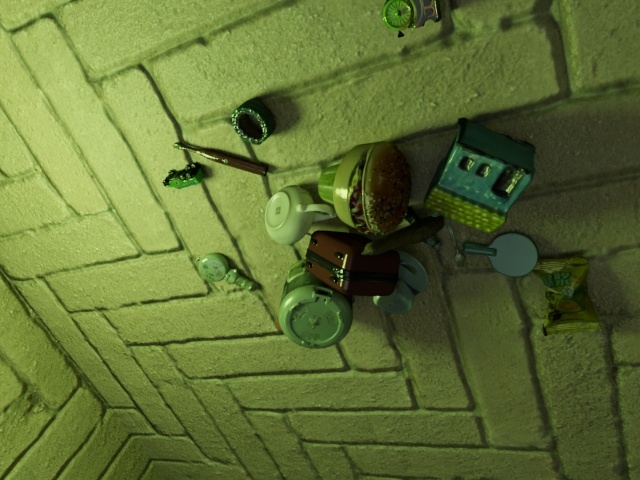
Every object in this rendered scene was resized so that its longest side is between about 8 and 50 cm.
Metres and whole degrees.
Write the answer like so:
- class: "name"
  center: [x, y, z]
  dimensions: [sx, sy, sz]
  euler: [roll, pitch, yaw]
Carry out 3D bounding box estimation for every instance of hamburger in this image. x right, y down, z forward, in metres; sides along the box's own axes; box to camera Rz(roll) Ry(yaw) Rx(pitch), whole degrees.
- class: "hamburger"
  center: [0.172, -0.154, 1.532]
  dimensions: [0.176, 0.300, 0.300]
  euler: [12, 129, 34]

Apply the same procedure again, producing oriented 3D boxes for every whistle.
- class: "whistle"
  center: [-0.397, 0.133, 2.096]
  dimensions: [0.258, 0.067, 0.126]
  euler: [28, 116, -5]

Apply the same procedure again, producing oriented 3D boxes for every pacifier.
- class: "pacifier"
  center: [0.240, 0.162, 1.781]
  dimensions: [0.227, 0.207, 0.279]
  euler: [34, 129, 10]

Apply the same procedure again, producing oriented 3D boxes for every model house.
- class: "model house"
  center: [0.449, -0.170, 1.471]
  dimensions: [0.237, 0.215, 0.303]
  euler: [23, 134, 4]

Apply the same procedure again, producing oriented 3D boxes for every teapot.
- class: "teapot"
  center: [-0.085, -0.085, 1.741]
  dimensions: [0.299, 0.208, 0.166]
  euler: [-3, 153, 38]

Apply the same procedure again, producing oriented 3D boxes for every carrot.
- class: "carrot"
  center: [0.267, -0.012, 1.586]
  dimensions: [0.070, 0.342, 0.070]
  euler: [33, 134, 44]

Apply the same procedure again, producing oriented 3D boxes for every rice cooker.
- class: "rice cooker"
  center: [-0.017, 0.229, 1.881]
  dimensions: [0.288, 0.277, 0.288]
  euler: [1, 117, 2]

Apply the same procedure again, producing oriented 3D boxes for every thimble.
- class: "thimble"
  center: [-0.215, -0.387, 1.641]
  dimensions: [0.135, 0.090, 0.118]
  euler: [42, 128, -11]

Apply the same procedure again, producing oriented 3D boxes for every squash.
- class: "squash"
  center: [0.077, -0.180, 1.641]
  dimensions: [0.122, 0.170, 0.170]
  euler: [11, 129, 39]

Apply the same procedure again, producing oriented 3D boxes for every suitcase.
- class: "suitcase"
  center: [0.104, 0.072, 1.682]
  dimensions: [0.236, 0.297, 0.161]
  euler: [5, 100, -30]

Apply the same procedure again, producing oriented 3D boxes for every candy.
- class: "candy"
  center: [0.799, 0.183, 1.653]
  dimensions: [0.187, 0.081, 0.297]
  euler: [-10, 114, 25]

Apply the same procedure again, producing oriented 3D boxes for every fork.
- class: "fork"
  center: [0.454, 0.009, 1.701]
  dimensions: [0.034, 0.028, 0.219]
  euler: [-8, 120, 30]

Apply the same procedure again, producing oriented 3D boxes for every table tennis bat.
- class: "table tennis bat"
  center: [0.588, 0.041, 1.655]
  dimensions: [0.237, 0.038, 0.149]
  euler: [8, 108, 21]

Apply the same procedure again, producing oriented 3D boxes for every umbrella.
- class: "umbrella"
  center: [0.339, -0.040, 1.704]
  dimensions: [0.188, 0.046, 0.050]
  euler: [44, 151, -14]

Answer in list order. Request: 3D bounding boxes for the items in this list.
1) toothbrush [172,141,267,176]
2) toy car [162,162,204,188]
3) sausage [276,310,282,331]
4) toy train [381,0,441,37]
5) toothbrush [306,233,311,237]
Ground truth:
- class: "toothbrush"
  center: [-0.358, -0.295, 1.795]
  dimensions: [0.363, 0.041, 0.041]
  euler: [18, 128, 9]
- class: "toy car"
  center: [-0.512, -0.234, 1.880]
  dimensions: [0.165, 0.071, 0.062]
  euler: [-11, 133, 27]
- class: "sausage"
  center: [-0.150, 0.321, 2.132]
  dimensions: [0.062, 0.062, 0.154]
  euler: [20, 127, 7]
- class: "toy train"
  center: [0.210, -0.677, 1.272]
  dimensions: [0.160, 0.100, 0.296]
  euler: [-10, 119, 18]
- class: "toothbrush"
  center: [0.000, 0.000, 1.876]
  dimensions: [0.257, 0.018, 0.024]
  euler: [18, 131, 8]
